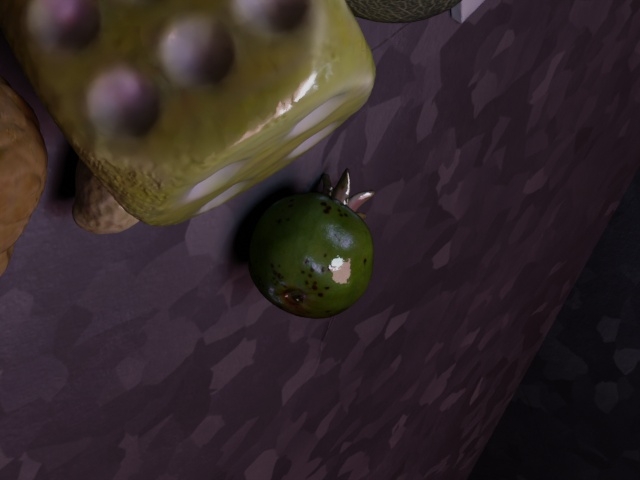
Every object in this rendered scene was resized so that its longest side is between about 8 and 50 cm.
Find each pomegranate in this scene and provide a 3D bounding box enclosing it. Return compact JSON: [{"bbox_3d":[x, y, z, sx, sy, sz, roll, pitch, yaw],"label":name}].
[{"bbox_3d":[0.000,0.000,1.340,0.182,0.181,0.224,97,19,-45],"label":"pomegranate"}]

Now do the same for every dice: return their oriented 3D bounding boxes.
[{"bbox_3d":[-0.105,-0.161,0.803,0.238,0.227,0.233,-34,177,2],"label":"dice"}]

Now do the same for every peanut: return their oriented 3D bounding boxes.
[{"bbox_3d":[-0.186,-0.100,0.985,0.214,0.090,0.098,-54,148,5],"label":"peanut"}]

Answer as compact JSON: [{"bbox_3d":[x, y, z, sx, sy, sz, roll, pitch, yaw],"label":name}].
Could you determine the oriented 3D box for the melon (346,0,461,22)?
[{"bbox_3d":[0.058,-0.340,0.929,0.237,0.237,0.301,-57,151,8],"label":"melon"}]

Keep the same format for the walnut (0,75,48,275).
[{"bbox_3d":[-0.317,-0.046,0.711,0.228,0.228,0.228,-39,150,-27],"label":"walnut"}]

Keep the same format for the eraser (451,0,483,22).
[{"bbox_3d":[0.244,-0.404,1.397,0.150,0.023,0.104,-46,153,-15],"label":"eraser"}]
